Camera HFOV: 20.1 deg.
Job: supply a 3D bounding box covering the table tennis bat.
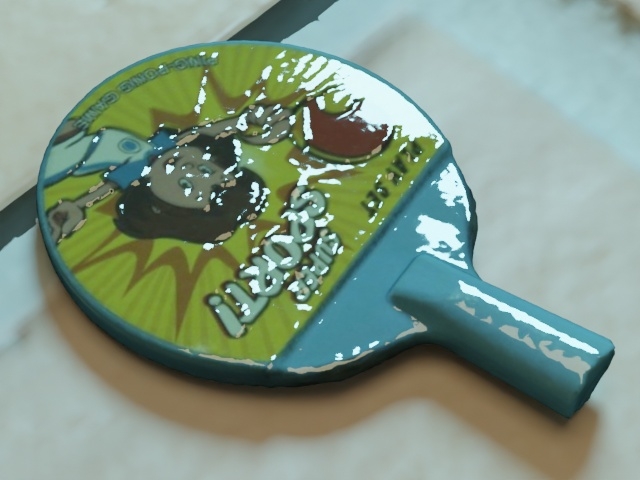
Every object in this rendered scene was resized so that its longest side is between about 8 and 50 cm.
[{"bbox_3d":[0.000,0.000,0.446,0.155,0.019,0.100,29,60,22],"label":"table tennis bat"}]
